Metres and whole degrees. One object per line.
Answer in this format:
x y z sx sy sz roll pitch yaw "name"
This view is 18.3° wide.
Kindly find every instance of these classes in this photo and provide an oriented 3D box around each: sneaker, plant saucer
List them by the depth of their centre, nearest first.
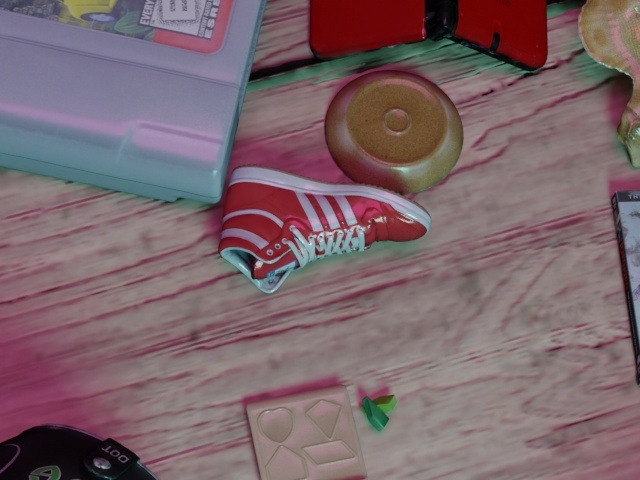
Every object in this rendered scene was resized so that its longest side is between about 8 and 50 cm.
0.000 0.000 1.126 0.118 0.042 0.067 10 61 7 "sneaker"
0.044 -0.068 1.176 0.083 0.015 0.083 2 65 -5 "plant saucer"

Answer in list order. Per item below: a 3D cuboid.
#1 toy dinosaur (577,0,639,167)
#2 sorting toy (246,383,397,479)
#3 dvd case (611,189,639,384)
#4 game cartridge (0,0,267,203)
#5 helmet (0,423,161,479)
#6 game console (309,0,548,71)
0.194 -0.139 1.197 0.092 0.053 0.183 -9 72 -16 "toy dinosaur"
0.005 0.109 1.093 0.083 0.012 0.062 -10 62 -7 "sorting toy"
0.219 0.026 1.152 0.087 0.013 0.119 -1 65 -6 "dvd case"
-0.125 -0.173 1.189 0.196 0.060 0.294 10 65 3 "game cartridge"
-0.150 0.187 0.969 0.169 0.169 0.161 32 49 9 "helmet"
0.068 -0.169 1.226 0.124 0.085 0.144 18 61 -32 "game console"
